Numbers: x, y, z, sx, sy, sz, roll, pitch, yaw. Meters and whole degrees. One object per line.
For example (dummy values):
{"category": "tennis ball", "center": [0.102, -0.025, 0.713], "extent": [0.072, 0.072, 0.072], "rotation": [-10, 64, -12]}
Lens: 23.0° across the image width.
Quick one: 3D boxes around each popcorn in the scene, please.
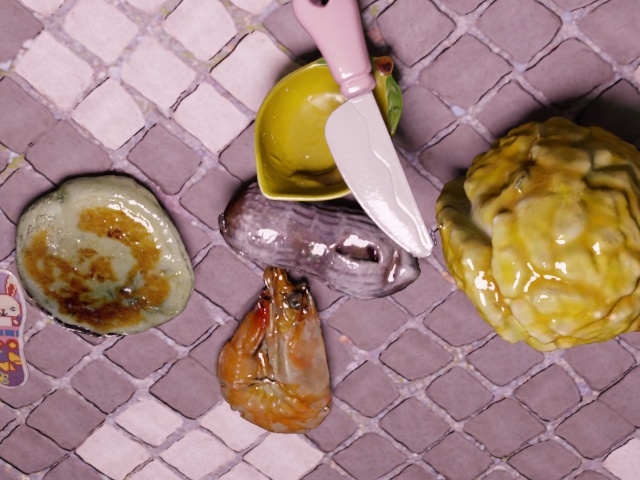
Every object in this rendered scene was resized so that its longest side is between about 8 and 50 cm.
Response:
{"category": "popcorn", "center": [0.264, 0.001, 1.740], "extent": [0.282, 0.282, 0.247], "rotation": [-28, 106, 22]}

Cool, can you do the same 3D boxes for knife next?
{"category": "knife", "center": [0.041, -0.132, 1.720], "extent": [0.081, 0.043, 0.336], "rotation": [-18, 94, 5]}

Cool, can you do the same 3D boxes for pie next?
{"category": "pie", "center": [-0.263, 0.026, 1.936], "extent": [0.240, 0.054, 0.240], "rotation": [4, 125, 5]}

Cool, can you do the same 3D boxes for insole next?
{"category": "insole", "center": [-0.411, 0.117, 2.040], "extent": [0.065, 0.004, 0.197], "rotation": [4, 124, 2]}

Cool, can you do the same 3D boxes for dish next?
{"category": "dish", "center": [0.006, -0.127, 1.777], "extent": [0.208, 0.080, 0.149], "rotation": [-45, 92, -1]}

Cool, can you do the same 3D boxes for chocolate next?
{"category": "chocolate", "center": [0.000, 0.000, 1.866], "extent": [0.248, 0.110, 0.110], "rotation": [22, 123, -6]}

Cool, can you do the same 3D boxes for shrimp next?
{"category": "shrimp", "center": [-0.059, 0.140, 1.994], "extent": [0.154, 0.062, 0.294], "rotation": [7, 126, 7]}
